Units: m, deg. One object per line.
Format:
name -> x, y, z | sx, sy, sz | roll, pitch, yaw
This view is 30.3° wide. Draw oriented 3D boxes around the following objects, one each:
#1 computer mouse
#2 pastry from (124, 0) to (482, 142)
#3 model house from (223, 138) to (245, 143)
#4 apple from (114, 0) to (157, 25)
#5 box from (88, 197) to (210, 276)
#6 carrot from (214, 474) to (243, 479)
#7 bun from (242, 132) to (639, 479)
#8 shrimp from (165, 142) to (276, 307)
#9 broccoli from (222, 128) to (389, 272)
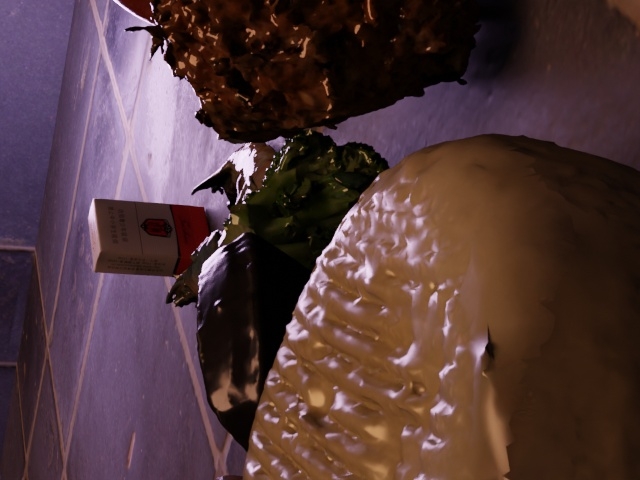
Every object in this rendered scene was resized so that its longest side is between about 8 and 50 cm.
computer mouse -> 0.013, 0.117, 0.875 | 0.100, 0.269, 0.170 | -28, 40, 12
pastry -> -0.009, -0.161, 0.900 | 0.275, 0.274, 0.193 | -138, 52, -64
model house -> -0.083, -0.161, 1.331 | 0.083, 0.066, 0.079 | -106, 30, -44
apple -> -0.134, -0.347, 1.240 | 0.260, 0.260, 0.217 | -45, 22, 60
box -> -0.220, -0.003, 1.535 | 0.048, 0.152, 0.100 | 118, 148, -41
carrot -> -0.086, 0.360, 1.109 | 0.258, 0.100, 0.307 | -79, 5, -58
bun -> 0.099, 0.129, 0.628 | 0.360, 0.211, 0.360 | -48, 33, 47
shrimp -> -0.113, -0.020, 1.386 | 0.289, 0.075, 0.178 | 131, 146, -59
broccoli -> 0.000, 0.000, 0.986 | 0.195, 0.156, 0.195 | 17, 119, 35
